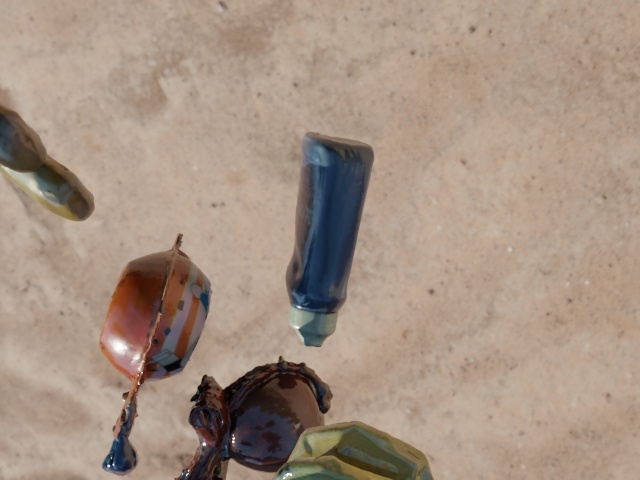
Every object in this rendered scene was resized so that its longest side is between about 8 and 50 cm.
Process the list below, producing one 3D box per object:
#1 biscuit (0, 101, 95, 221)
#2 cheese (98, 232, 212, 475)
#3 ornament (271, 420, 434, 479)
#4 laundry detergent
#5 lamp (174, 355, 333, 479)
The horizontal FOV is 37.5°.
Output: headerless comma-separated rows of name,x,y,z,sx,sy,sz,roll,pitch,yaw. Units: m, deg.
biscuit,-0.432,-0.145,1.225,0.291,0.062,0.237,36,167,25
cheese,-0.235,0.148,1.267,0.129,0.329,0.217,16,158,-10
ornament,0.028,0.230,0.637,0.180,0.059,0.201,29,120,1
laundry detergent,0.000,0.000,1.311,0.143,0.094,0.289,-150,69,-66
lamp,-0.093,0.265,1.328,0.223,0.151,0.215,3,104,-9
